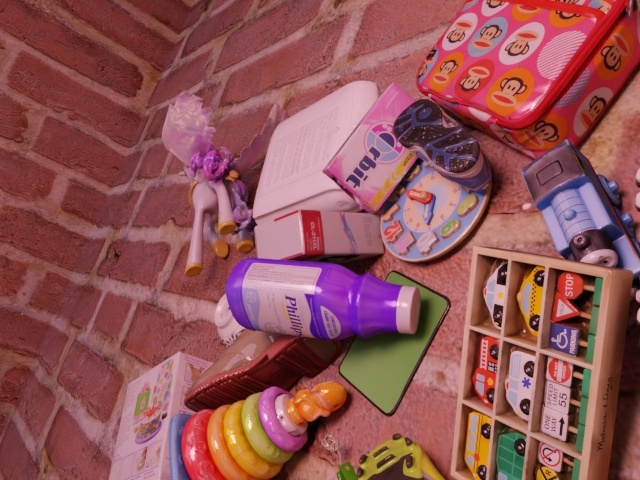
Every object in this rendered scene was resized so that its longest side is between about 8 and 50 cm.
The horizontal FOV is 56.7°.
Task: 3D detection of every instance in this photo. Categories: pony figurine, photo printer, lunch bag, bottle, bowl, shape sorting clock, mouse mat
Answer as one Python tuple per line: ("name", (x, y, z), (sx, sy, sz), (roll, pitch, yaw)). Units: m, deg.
("pony figurine", (-0.244, -0.146, 1.398), (0.351, 0.302, 0.364), (-45, 50, 41))
("photo printer", (0.008, -0.158, 1.153), (0.307, 0.107, 0.256), (-18, 53, 48))
("lunch bag", (0.293, -0.267, 0.827), (0.258, 0.120, 0.293), (-53, 34, 8))
("bottle", (0.003, 0.090, 0.877), (0.282, 0.118, 0.092), (4, 42, 22))
("bowl", (-0.161, 0.150, 1.196), (0.170, 0.080, 0.170), (-35, 40, 37))
("shape sorting clock", (0.171, -0.062, 0.913), (0.206, 0.040, 0.206), (-34, 42, 38))
("mouse mat", (0.105, 0.147, 0.886), (0.152, 0.007, 0.190), (29, 92, 58))

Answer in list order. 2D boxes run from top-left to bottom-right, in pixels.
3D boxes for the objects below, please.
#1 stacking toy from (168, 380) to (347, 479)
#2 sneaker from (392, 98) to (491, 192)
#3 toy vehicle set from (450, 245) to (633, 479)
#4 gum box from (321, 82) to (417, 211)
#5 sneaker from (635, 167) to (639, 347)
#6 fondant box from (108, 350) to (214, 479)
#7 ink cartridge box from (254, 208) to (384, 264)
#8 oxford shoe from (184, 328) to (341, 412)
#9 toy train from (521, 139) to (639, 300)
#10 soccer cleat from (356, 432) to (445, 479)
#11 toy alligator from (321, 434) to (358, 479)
("stacking toy", (-0.083, 0.298, 0.934), (0.301, 0.175, 0.166), (-36, 42, 19))
("sneaker", (0.174, -0.137, 0.868), (0.080, 0.081, 0.211), (-40, 40, 12))
("toy vehicle set", (0.216, 0.148, 0.609), (0.166, 0.035, 0.267), (11, 98, 57))
("gum box", (0.097, -0.147, 0.974), (0.188, 0.107, 0.062), (-53, 8, -4))
("sneaker", (0.353, 0.040, 0.526), (0.118, 0.110, 0.292), (-10, 59, 41))
("fondant box", (-0.338, 0.429, 1.231), (0.238, 0.096, 0.331), (-34, 43, 38))
("ink cartridge box", (0.000, 0.000, 0.978), (0.127, 0.175, 0.073), (-19, 75, 49))
("oxford shoe", (-0.105, 0.205, 1.051), (0.348, 0.123, 0.130), (-32, 39, 24))
("toy train", (0.290, -0.020, 0.649), (0.080, 0.105, 0.184), (-38, 39, 34))
("soccer cleat", (0.124, 0.310, 0.657), (0.093, 0.121, 0.289), (-35, 11, -12))
("toy alligator", (0.048, 0.339, 0.788), (0.190, 0.056, 0.052), (-134, 34, -57))
